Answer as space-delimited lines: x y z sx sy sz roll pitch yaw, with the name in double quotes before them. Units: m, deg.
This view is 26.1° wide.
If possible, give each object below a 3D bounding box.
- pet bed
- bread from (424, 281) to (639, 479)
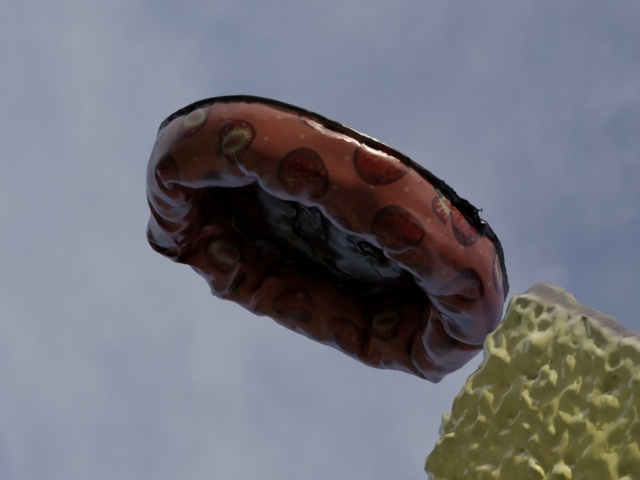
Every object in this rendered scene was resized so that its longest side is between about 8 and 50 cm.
"pet bed" 0.000 0.000 0.672 0.201 0.201 0.053 4 -122 40
"bread" 0.148 0.124 0.354 0.240 0.178 0.135 20 -97 57
